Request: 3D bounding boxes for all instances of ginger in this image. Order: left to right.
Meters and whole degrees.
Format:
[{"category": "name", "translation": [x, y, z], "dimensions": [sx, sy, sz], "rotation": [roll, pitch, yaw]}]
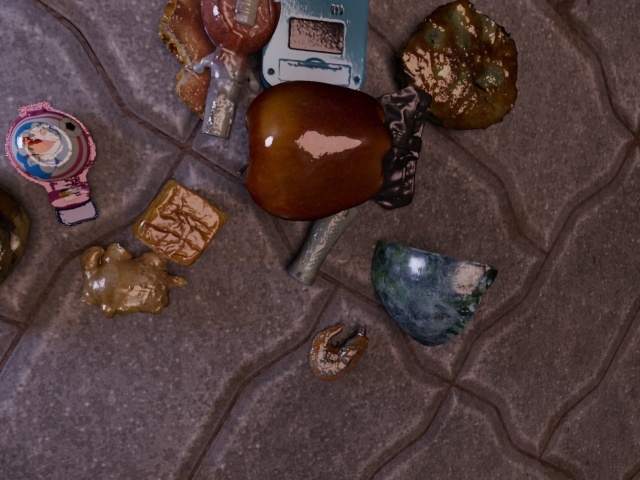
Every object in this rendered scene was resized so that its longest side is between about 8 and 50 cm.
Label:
[{"category": "ginger", "translation": [-0.391, 0.088, 0.955], "dimensions": [0.216, 0.102, 0.157], "rotation": [3, 70, -16]}]

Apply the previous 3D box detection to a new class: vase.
[{"category": "vase", "translation": [0.000, 0.000, 1.093], "dimensions": [0.096, 0.096, 0.219], "rotation": [30, 90, -22]}]

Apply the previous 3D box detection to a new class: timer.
[{"category": "timer", "translation": [-0.016, -0.450, 0.995], "dimensions": [0.232, 0.091, 0.250], "rotation": [1, 102, -13]}]

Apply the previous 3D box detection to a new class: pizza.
[{"category": "pizza", "translation": [-0.254, -0.374, 0.941], "dimensions": [0.161, 0.085, 0.305], "rotation": [-24, 109, -38]}]

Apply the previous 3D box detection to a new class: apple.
[{"category": "apple", "translation": [-0.018, -0.186, 0.946], "dimensions": [0.317, 0.288, 0.288], "rotation": [-6, 101, -3]}]

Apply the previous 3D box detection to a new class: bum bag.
[{"category": "bum bag", "translation": [0.183, -0.221, 1.114], "dimensions": [0.137, 0.074, 0.310], "rotation": [5, 111, -3]}]

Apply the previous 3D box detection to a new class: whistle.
[{"category": "whistle", "translation": [-0.171, -0.374, 0.880], "dimensions": [0.142, 0.133, 0.346], "rotation": [7, 98, -44]}]

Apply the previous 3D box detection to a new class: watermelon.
[{"category": "watermelon", "translation": [0.296, 0.135, 1.174], "dimensions": [0.320, 0.213, 0.289], "rotation": [1, 106, 24]}]

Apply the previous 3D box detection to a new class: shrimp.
[{"category": "shrimp", "translation": [0.050, 0.282, 1.174], "dimensions": [0.187, 0.051, 0.132], "rotation": [-45, 111, -6]}]

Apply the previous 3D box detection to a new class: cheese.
[{"category": "cheese", "translation": [-0.517, -0.148, 0.891], "dimensions": [0.155, 0.062, 0.244], "rotation": [-19, 105, -19]}]

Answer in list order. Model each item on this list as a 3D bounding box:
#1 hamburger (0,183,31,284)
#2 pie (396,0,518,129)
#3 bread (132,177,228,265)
[{"category": "hamburger", "translation": [-0.693, -0.006, 0.812], "dimensions": [0.285, 0.134, 0.265], "rotation": [-46, 117, -3]}, {"category": "pie", "translation": [0.352, -0.430, 1.148], "dimensions": [0.354, 0.103, 0.288], "rotation": [24, 90, -20]}, {"category": "bread", "translation": [-0.294, -0.038, 0.943], "dimensions": [0.149, 0.158, 0.143], "rotation": [35, 87, -17]}]
